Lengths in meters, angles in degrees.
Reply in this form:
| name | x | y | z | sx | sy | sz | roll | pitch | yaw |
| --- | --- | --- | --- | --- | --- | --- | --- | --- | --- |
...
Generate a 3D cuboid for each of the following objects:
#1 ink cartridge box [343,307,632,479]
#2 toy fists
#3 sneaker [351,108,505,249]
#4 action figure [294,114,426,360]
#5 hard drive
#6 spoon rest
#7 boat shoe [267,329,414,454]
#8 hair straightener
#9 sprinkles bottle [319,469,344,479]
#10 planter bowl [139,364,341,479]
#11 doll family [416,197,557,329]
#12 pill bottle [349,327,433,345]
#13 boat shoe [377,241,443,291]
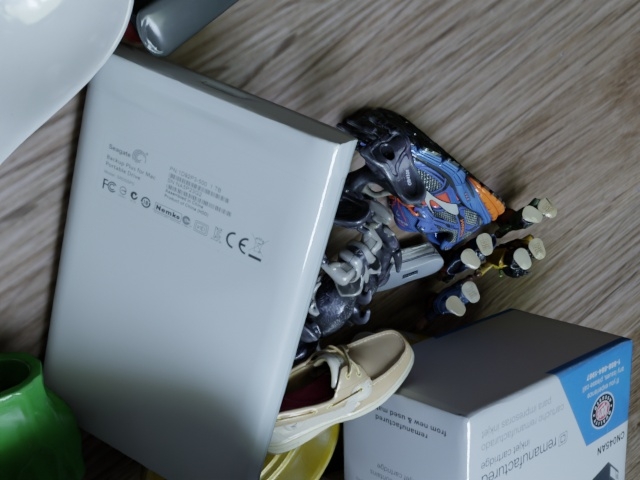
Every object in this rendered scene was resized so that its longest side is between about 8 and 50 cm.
| name | x | y | z | sx | sy | sz | roll | pitch | yaw |
| --- | --- | --- | --- | --- | --- | --- | --- | --- | --- |
| ink cartridge box | 0.178 | 0.303 | 0.929 | 0.285 | 0.166 | 0.395 | -13 | 108 | -41 |
| toy fists | -0.320 | 0.187 | 0.662 | 0.279 | 0.096 | 0.142 | -17 | 116 | -22 |
| sneaker | 0.097 | -0.048 | 0.849 | 0.087 | 0.083 | 0.221 | -51 | 134 | 9 |
| action figure | 0.000 | 0.000 | 0.769 | 0.164 | 0.141 | 0.276 | -36 | 161 | -25 |
| hard drive | -0.106 | 0.033 | 0.661 | 0.040 | 0.203 | 0.308 | -30 | 141 | -59 |
| spoon rest | -0.218 | -0.101 | 0.562 | 0.137 | 0.084 | 0.276 | 25 | 101 | -45 |
| boat shoe | 0.011 | 0.124 | 0.779 | 0.170 | 0.063 | 0.059 | -31 | 138 | -20 |
| hair straightener | -0.034 | -0.200 | 0.635 | 0.230 | 0.089 | 0.047 | -34 | 132 | -16 |
| sprinkles bottle | -0.028 | 0.327 | 0.969 | 0.355 | 0.121 | 0.121 | -6 | 121 | -35 |
| planter bowl | -0.093 | 0.188 | 0.846 | 0.217 | 0.090 | 0.217 | -21 | 128 | -29 |
| doll family | 0.174 | 0.025 | 0.952 | 0.193 | 0.111 | 0.076 | -28 | 93 | -12 |
| pill bottle | 0.085 | 0.130 | 0.966 | 0.116 | 0.065 | 0.065 | 16 | 107 | -43 |
| boat shoe | 0.076 | 0.024 | 0.911 | 0.100 | 0.035 | 0.035 | -17 | 143 | -14 |
